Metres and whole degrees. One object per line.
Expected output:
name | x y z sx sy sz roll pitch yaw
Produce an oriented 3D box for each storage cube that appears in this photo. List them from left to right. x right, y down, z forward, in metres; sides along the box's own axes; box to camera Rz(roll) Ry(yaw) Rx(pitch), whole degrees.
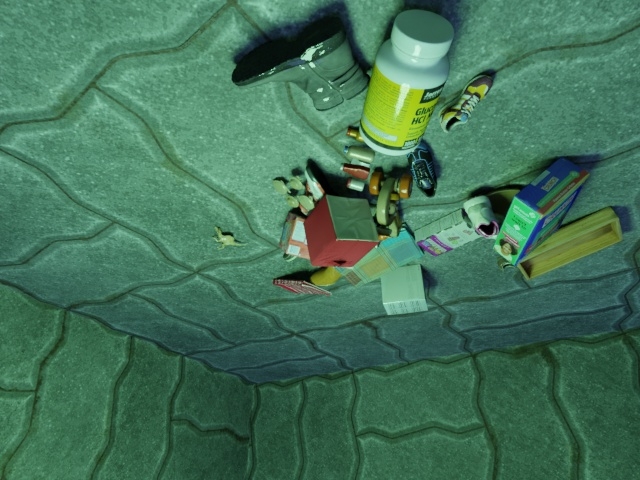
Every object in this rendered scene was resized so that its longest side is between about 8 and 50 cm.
storage cube | 0.071 -0.029 1.504 0.183 0.215 0.193 4 148 -29

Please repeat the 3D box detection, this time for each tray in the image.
tray | 1.058 0.023 1.803 0.410 0.076 0.203 -30 137 23

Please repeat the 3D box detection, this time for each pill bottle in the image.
pill bottle | 0.221 -0.401 1.092 0.187 0.188 0.334 3 147 -5

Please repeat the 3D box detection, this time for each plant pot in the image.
plant pot | 0.712 -0.135 1.650 0.236 0.032 0.236 1 147 0

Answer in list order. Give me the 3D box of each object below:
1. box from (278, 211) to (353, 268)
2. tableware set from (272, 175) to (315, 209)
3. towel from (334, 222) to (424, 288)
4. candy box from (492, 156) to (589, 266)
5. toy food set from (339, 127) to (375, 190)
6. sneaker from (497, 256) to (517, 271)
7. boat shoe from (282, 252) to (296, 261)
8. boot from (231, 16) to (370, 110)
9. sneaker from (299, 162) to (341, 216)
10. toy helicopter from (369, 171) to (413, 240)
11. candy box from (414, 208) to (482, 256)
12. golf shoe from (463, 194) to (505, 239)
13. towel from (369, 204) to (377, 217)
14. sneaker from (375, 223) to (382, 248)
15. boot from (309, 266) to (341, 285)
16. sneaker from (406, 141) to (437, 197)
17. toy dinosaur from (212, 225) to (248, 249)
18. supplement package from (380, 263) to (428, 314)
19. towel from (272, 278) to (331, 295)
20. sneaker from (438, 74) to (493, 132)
box | 0.000 0.000 1.702 0.299 0.154 0.142 14 -172 -21
tableware set | -0.097 -0.171 1.525 0.168 0.020 0.141 3 135 45
towel | 0.269 0.085 1.894 0.370 0.040 0.271 -30 139 14
candy box | 0.780 -0.096 1.497 0.268 0.122 0.317 -35 147 -17
toy food set | 0.114 -0.257 1.391 0.104 0.111 0.232 15 147 -1
sneaker | 0.937 0.097 1.970 0.188 0.071 0.066 -21 142 29
boat shoe | -0.108 0.012 1.835 0.073 0.080 0.223 27 133 -27
boot | -0.050 -0.428 1.127 0.338 0.118 0.223 -10 151 22
sneaker | -0.030 -0.167 1.542 0.144 0.090 0.270 -18 146 21
toy helicopter | 0.262 -0.085 1.554 0.140 0.235 0.355 9 163 20
candy box | 0.541 -0.029 1.775 0.233 0.071 0.159 -28 138 36
golf shoe | 0.653 -0.052 1.622 0.115 0.140 0.306 -27 140 33
towel | 0.163 -0.101 1.703 0.110 0.027 0.148 8 146 -14
sneaker | 0.219 -0.034 1.704 0.077 0.178 0.072 25 112 5
boot | 0.065 0.108 1.972 0.295 0.104 0.211 -13 140 10
sneaker | 0.354 -0.239 1.432 0.081 0.091 0.232 -17 144 23
toy dinosaur | -0.412 0.005 1.839 0.092 0.053 0.183 -23 140 29
supplement package | 0.417 0.248 2.087 0.203 0.194 0.149 -9 145 15
towel | -0.099 0.243 2.141 0.198 0.031 0.274 26 161 -36
sneaker | 0.424 -0.389 1.208 0.069 0.084 0.185 18 143 -25
